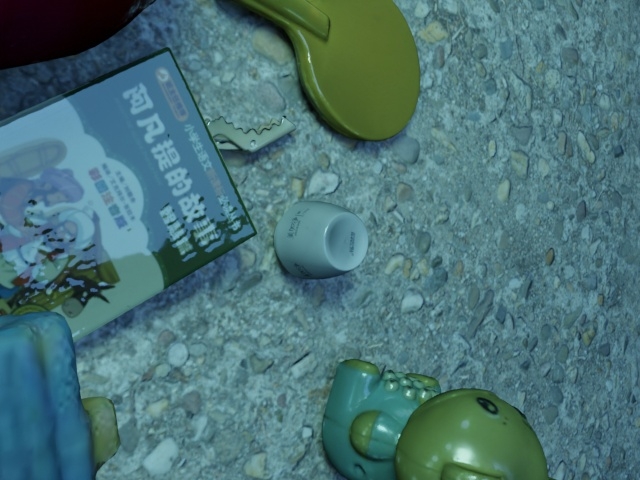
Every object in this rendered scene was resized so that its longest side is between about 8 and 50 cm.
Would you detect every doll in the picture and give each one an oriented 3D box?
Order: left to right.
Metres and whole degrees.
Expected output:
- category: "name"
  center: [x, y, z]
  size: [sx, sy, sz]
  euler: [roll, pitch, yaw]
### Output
- category: "doll"
  center: [0.131, 0.238, 0.772]
  size: [0.177, 0.260, 0.162]
  euler: [22, 80, -37]

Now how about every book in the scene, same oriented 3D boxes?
- category: "book"
  center: [-0.209, -0.029, 0.614]
  size: [0.264, 0.027, 0.202]
  euler: [-31, 110, -21]

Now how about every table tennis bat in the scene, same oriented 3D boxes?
- category: "table tennis bat"
  center: [0.014, -0.238, 0.798]
  size: [0.320, 0.050, 0.199]
  euler: [21, 76, -40]

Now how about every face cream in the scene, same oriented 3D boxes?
- category: "face cream"
  center: [0.000, 0.000, 0.765]
  size: [0.091, 0.095, 0.091]
  euler: [-1, 92, -37]

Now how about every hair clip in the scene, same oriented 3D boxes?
- category: "hair clip"
  center: [-0.119, -0.107, 0.709]
  size: [0.225, 0.034, 0.072]
  euler: [0, 95, -40]

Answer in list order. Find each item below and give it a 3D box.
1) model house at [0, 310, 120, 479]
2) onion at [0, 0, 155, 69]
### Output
- category: "model house"
  center: [-0.290, 0.217, 0.370]
  size: [0.342, 0.382, 0.335]
  euler: [-13, 100, -35]
- category: "onion"
  center: [-0.216, -0.313, 0.386]
  size: [0.398, 0.420, 0.399]
  euler: [3, 85, -30]
